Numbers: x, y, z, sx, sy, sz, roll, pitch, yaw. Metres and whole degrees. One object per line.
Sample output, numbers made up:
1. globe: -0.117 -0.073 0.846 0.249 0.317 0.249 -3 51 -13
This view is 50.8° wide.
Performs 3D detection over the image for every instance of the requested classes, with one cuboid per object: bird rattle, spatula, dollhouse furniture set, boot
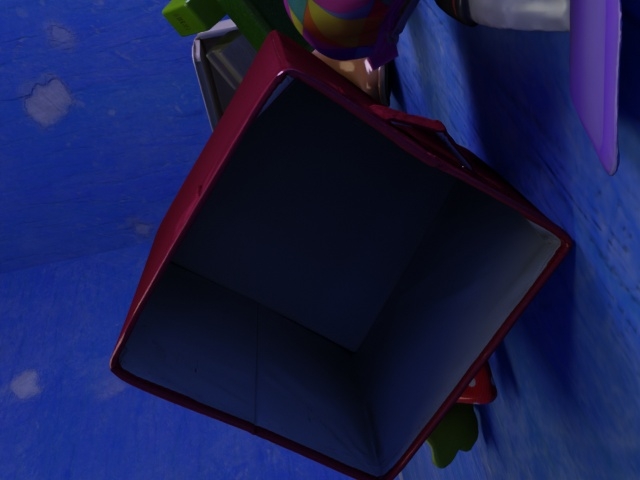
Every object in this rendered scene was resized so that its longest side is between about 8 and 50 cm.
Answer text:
1. bird rattle: 0.088 0.095 0.649 0.253 0.143 0.206 84 -168 -47
2. spatula: 0.092 -0.120 0.341 0.296 0.031 0.084 -103 2 -64
3. dollhouse furniture set: 0.010 -0.180 0.717 0.301 0.151 0.198 49 164 -29
4. boot: 0.001 -0.213 0.817 0.197 0.153 0.072 -103 1 -46

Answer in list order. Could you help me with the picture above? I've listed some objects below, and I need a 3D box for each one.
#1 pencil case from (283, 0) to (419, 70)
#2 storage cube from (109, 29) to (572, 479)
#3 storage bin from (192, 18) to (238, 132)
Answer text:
1. pencil case: 0.032 -0.189 0.391 0.236 0.105 0.104 115 144 -82
2. storage cube: 0.000 0.000 0.438 0.214 0.184 0.193 -57 17 17
3. storage bin: -0.073 -0.273 1.227 0.123 0.263 0.260 -99 -2 -55
